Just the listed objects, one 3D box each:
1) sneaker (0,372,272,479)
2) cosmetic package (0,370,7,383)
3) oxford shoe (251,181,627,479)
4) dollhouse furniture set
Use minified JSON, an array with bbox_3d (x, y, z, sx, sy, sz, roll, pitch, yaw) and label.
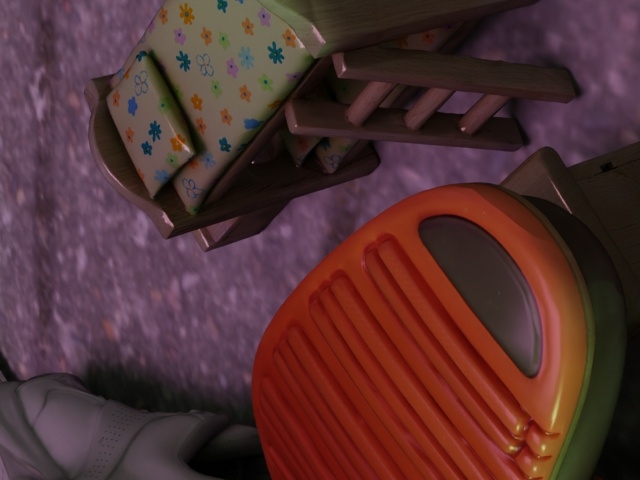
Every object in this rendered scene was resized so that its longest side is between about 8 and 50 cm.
[{"bbox_3d":[-0.076,0.106,0.621,0.232,0.115,0.090,-141,36,-69],"label":"sneaker"},{"bbox_3d":[-0.209,0.169,0.825,0.099,0.060,0.239,55,139,23],"label":"cosmetic package"},{"bbox_3d":[0.041,0.069,0.426,0.097,0.098,0.271,57,153,26],"label":"oxford shoe"},{"bbox_3d":[0.000,0.000,0.472,0.161,0.101,0.182,60,140,14],"label":"dollhouse furniture set"}]
